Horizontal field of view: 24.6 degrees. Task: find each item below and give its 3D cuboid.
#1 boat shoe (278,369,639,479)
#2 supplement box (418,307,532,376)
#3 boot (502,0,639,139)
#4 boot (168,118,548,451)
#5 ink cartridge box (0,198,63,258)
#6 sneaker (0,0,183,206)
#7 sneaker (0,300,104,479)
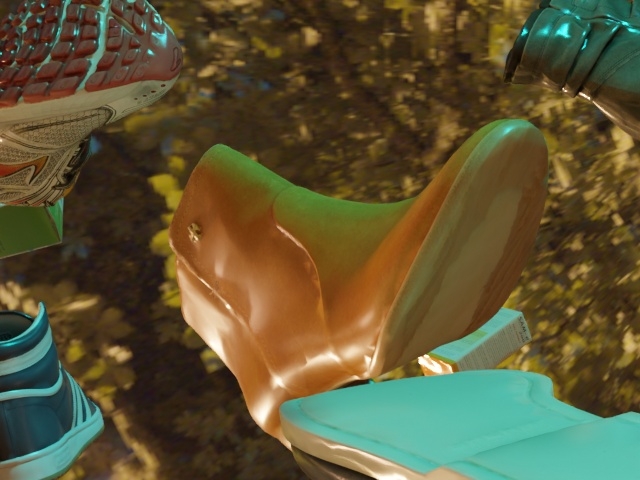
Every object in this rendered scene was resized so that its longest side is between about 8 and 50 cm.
[{"bbox_3d":[0.064,0.112,0.568,0.116,0.319,0.099,-9,-85,-18],"label":"boat shoe"},{"bbox_3d":[0.154,0.106,1.474,0.062,0.098,0.036,16,-46,57],"label":"supplement box"},{"bbox_3d":[0.250,-0.164,1.100,0.161,0.246,0.083,31,-44,19],"label":"boot"},{"bbox_3d":[0.001,0.000,0.857,0.211,0.104,0.295,45,-46,29],"label":"boot"},{"bbox_3d":[-0.353,-0.027,1.404,0.209,0.109,0.062,-15,-51,4],"label":"ink cartridge box"},{"bbox_3d":[-0.147,-0.071,0.783,0.225,0.088,0.093,-11,-43,45],"label":"sneaker"},{"bbox_3d":[-0.273,0.129,1.374,0.099,0.282,0.153,-14,-84,-1],"label":"sneaker"}]
